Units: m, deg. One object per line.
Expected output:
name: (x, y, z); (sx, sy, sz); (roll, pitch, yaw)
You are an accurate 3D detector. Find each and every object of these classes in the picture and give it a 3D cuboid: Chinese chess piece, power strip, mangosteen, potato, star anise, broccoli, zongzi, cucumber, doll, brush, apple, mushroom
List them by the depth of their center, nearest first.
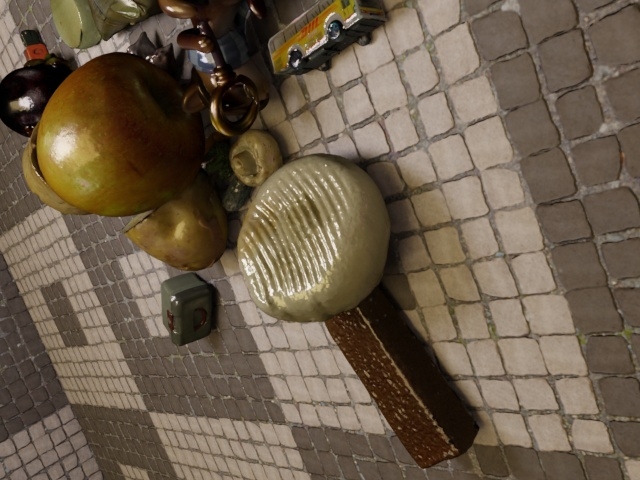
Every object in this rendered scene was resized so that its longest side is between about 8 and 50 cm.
doll: (-0.198, -0.422, 1.230); (0.209, 0.318, 0.340); (16, 137, 12)
apple: (-0.465, -0.235, 1.359); (0.373, 0.384, 0.375); (0, 125, 0)
mushroom: (-0.155, -0.195, 1.388); (0.148, 0.112, 0.148); (32, 138, 34)
zongzi: (-0.565, -0.700, 1.499); (0.360, 0.160, 0.323); (0, 118, 52)
broccoli: (-0.261, -0.204, 1.505); (0.095, 0.091, 0.097); (68, 164, -9)
cucumber: (-0.219, -0.129, 1.521); (0.064, 0.064, 0.112); (51, 137, 13)
power strip: (-0.301, -0.243, 1.554); (0.178, 0.049, 0.028); (-31, 81, 48)
star anise: (-0.461, -0.399, 1.584); (0.331, 0.117, 0.332); (16, 115, 36)
potato: (-0.359, -0.029, 1.602); (0.237, 0.300, 0.288); (51, 175, -17)
Chinese chess piece: (-0.735, -0.676, 1.745); (0.188, 0.083, 0.189); (23, 128, 34)
mangosteen: (-0.913, -0.484, 1.912); (0.275, 0.274, 0.303); (-20, 64, 48)
brush: (-0.963, -0.575, 2.030); (0.051, 0.070, 0.324); (0, 112, 46)

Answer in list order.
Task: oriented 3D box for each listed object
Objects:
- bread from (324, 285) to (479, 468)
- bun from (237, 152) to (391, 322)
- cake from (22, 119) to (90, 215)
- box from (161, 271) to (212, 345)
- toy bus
bread: (0.176, 0.300, 1.311); (0.417, 0.113, 0.165); (56, 137, 10)
bun: (0.000, 0.000, 1.245); (0.364, 0.219, 0.366); (-10, 72, 32)
cake: (-0.694, -0.266, 1.729); (0.321, 0.332, 0.333); (-28, 89, 49)
box: (-0.425, 0.216, 1.841); (0.129, 0.147, 0.210); (39, 134, 40)
toy bus: (0.006, -0.410, 1.143); (0.268, 0.092, 0.106); (-17, 88, 48)
